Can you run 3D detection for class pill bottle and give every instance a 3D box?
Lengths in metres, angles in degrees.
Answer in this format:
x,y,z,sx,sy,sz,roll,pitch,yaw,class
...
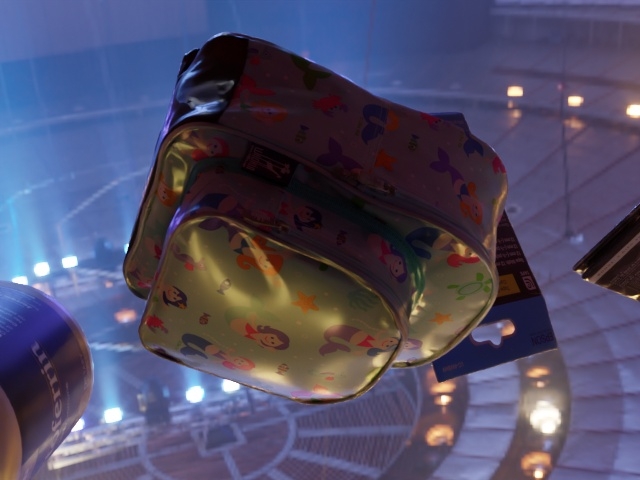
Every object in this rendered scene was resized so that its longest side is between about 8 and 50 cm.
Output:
x,y,z,sx,sy,sz,roll,pitch,yaw,class
-0.267,0.126,0.696,0.153,0.153,0.264,-2,-170,4,pill bottle

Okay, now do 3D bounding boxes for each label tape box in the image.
x,y,z,sx,sy,sz,roll,pitch,yaw,class
0.136,0.011,1.272,0.249,0.347,0.115,-8,163,-42,label tape box

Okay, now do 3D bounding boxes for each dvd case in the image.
x,y,z,sx,sy,sz,roll,pitch,yaw,class
0.323,-0.009,0.842,0.221,0.164,0.018,17,-149,-49,dvd case

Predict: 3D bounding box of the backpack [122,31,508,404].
x,y,z,sx,sy,sz,roll,pitch,yaw,class
0.000,0.000,0.695,0.254,0.225,0.191,16,-128,-12,backpack
